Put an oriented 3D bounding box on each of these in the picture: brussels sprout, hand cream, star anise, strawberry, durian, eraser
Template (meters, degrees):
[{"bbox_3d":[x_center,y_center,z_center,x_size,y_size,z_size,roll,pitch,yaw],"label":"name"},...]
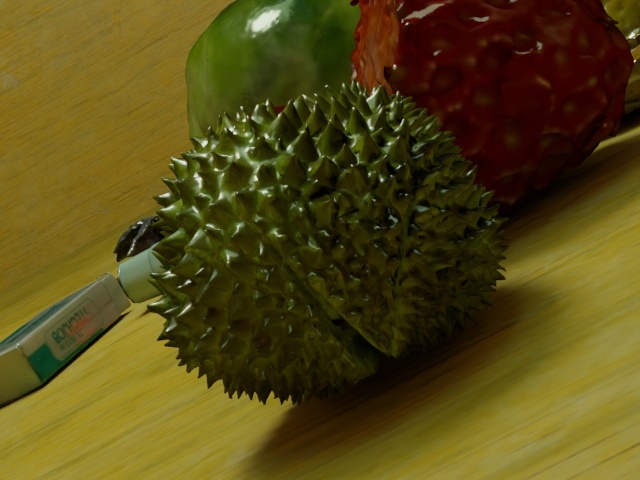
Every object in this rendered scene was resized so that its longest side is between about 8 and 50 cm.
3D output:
[{"bbox_3d":[-0.020,-0.187,1.366,0.344,0.268,0.344,-26,-14,-7],"label":"brussels sprout"},{"bbox_3d":[-0.058,-0.015,1.122,0.331,0.058,0.085,-22,-7,13],"label":"hand cream"},{"bbox_3d":[-0.247,-0.024,1.734,0.204,0.061,0.180,-26,9,14],"label":"star anise"},{"bbox_3d":[0.105,-0.107,0.702,0.178,0.234,0.234,-7,7,-5],"label":"strawberry"},{"bbox_3d":[0.006,-0.007,0.515,0.159,0.146,0.198,-22,11,38],"label":"durian"},{"bbox_3d":[-0.292,0.107,1.139,0.095,0.052,0.225,-28,8,20],"label":"eraser"}]

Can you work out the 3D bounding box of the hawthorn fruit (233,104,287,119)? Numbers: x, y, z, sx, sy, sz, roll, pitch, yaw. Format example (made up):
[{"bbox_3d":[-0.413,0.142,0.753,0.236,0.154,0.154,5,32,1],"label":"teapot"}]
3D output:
[{"bbox_3d":[-0.034,-0.060,0.998,0.132,0.138,0.133,-29,5,3],"label":"hawthorn fruit"}]

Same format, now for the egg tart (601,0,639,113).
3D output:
[{"bbox_3d":[0.235,-0.167,0.858,0.288,0.118,0.288,-32,6,4],"label":"egg tart"}]

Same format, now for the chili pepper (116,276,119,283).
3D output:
[{"bbox_3d":[-0.253,0.054,1.408,0.045,0.027,0.178,-29,7,26],"label":"chili pepper"}]
